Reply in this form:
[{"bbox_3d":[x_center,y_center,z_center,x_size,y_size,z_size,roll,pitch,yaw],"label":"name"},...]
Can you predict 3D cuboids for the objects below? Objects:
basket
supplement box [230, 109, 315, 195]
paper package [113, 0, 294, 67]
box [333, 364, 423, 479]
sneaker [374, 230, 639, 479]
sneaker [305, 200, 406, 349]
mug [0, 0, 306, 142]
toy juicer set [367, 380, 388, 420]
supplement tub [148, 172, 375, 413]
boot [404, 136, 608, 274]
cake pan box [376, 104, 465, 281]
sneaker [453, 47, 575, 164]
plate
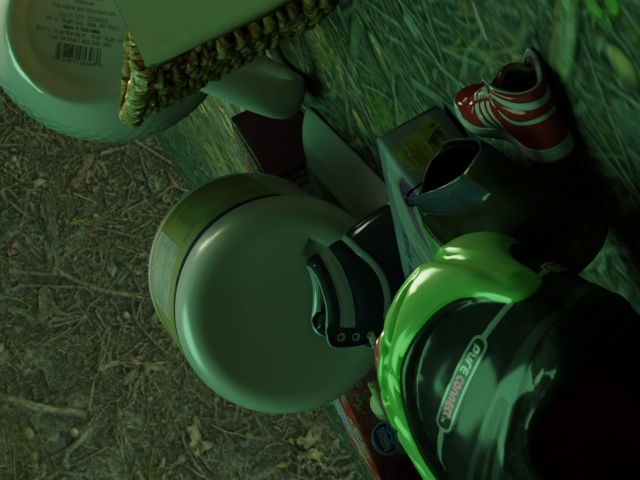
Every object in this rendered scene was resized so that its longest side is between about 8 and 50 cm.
[{"bbox_3d":[-0.125,-0.250,1.317,0.213,0.223,0.299,62,173,-4],"label":"basket"},{"bbox_3d":[-0.044,-0.090,1.861,0.104,0.081,0.188,58,172,23],"label":"supplement box"},{"bbox_3d":[-0.075,-0.296,0.887,0.324,0.168,0.309,63,161,-9],"label":"paper package"},{"bbox_3d":[0.086,0.205,1.916,0.128,0.123,0.257,52,168,49],"label":"box"},{"bbox_3d":[0.210,0.208,0.938,0.483,0.185,0.202,53,160,-25],"label":"sneaker"},{"bbox_3d":[0.091,0.107,1.445,0.282,0.153,0.099,62,172,-7],"label":"sneaker"},{"bbox_3d":[-0.192,-0.225,1.634,0.374,0.276,0.328,22,-171,-5],"label":"mug"},{"bbox_3d":[0.165,0.259,1.746,0.329,0.089,0.209,51,177,-8],"label":"toy juicer set"},{"bbox_3d":[-0.066,0.046,1.620,0.228,0.228,0.316,63,172,-14],"label":"supplement tub"},{"bbox_3d":[0.102,-0.040,1.024,0.106,0.082,0.219,36,172,-24],"label":"boot"},{"bbox_3d":[0.146,0.052,1.237,0.245,0.070,0.267,59,172,29],"label":"cake pan box"},{"bbox_3d":[0.119,-0.098,0.969,0.118,0.042,0.067,36,158,55],"label":"sneaker"},{"bbox_3d":[0.064,0.015,1.686,0.277,0.045,0.278,49,165,54],"label":"plate"}]
